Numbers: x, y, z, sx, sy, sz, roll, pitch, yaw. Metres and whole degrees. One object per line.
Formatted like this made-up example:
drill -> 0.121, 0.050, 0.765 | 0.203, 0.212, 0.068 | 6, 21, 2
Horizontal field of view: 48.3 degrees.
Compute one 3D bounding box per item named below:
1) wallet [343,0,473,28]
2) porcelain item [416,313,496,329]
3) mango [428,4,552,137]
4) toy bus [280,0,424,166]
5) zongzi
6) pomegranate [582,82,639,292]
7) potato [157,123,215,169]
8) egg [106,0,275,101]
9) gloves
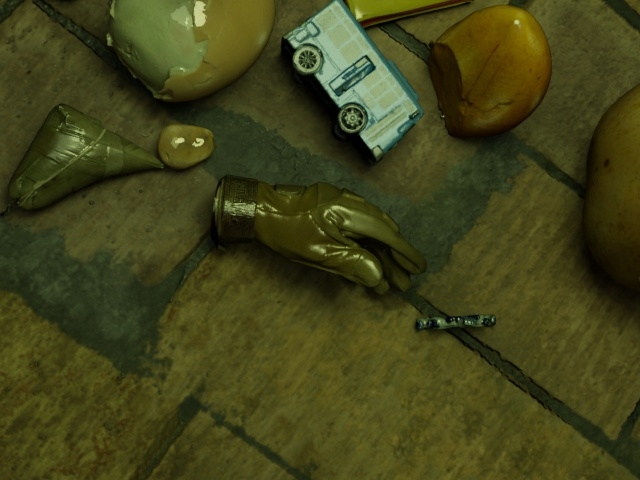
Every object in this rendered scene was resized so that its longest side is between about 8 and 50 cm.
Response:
wallet -> 0.132, -0.432, 1.176 | 0.241, 0.067, 0.141 | -19, 84, -18
porcelain item -> 0.224, 0.129, 1.125 | 0.136, 0.075, 0.021 | -2, 85, -13
mango -> 0.265, -0.261, 1.082 | 0.138, 0.257, 0.187 | -34, 91, -13
toy bus -> 0.052, -0.240, 1.099 | 0.133, 0.116, 0.234 | -38, 94, -4
zongzi -> -0.344, -0.079, 1.034 | 0.178, 0.081, 0.189 | 30, 86, -22
pomegranate -> 0.605, -0.065, 1.088 | 0.416, 0.416, 0.417 | 1, 84, -12
potato -> -0.201, -0.143, 1.070 | 0.083, 0.062, 0.068 | -8, 117, -1
egg -> -0.177, -0.312, 1.024 | 0.244, 0.201, 0.201 | -29, 91, -26
gloves -> 0.002, -0.016, 1.057 | 0.331, 0.154, 0.141 | 15, 83, -3
